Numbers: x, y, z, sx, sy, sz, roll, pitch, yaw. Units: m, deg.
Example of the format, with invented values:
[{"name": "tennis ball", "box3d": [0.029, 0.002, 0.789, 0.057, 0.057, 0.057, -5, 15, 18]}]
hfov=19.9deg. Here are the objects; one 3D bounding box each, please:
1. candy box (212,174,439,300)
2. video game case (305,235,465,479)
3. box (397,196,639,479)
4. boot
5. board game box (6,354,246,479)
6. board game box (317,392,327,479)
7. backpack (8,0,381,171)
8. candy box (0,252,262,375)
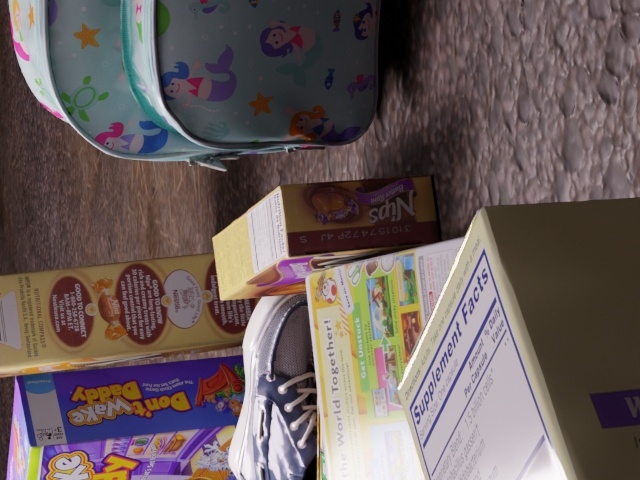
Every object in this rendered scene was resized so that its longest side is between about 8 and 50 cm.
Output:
[{"name": "candy box", "box3d": [0.000, 0.000, 1.275, 0.187, 0.109, 0.053, 151, 113, -70]}, {"name": "video game case", "box3d": [0.067, 0.118, 1.139, 0.206, 0.026, 0.227, -14, 80, 54]}, {"name": "box", "box3d": [0.167, 0.111, 0.608, 0.117, 0.213, 0.243, 110, 150, -51]}, {"name": "boot", "box3d": [-0.017, 0.130, 1.457, 0.086, 0.069, 0.190, 34, 126, 41]}, {"name": "board game box", "box3d": [-0.164, 0.248, 1.638, 0.347, 0.233, 0.078, 104, 155, -45]}, {"name": "board game box", "box3d": [0.039, 0.147, 1.289, 0.147, 0.045, 0.193, -143, 52, -67]}, {"name": "backpack", "box3d": [-0.081, -0.163, 1.252, 0.191, 0.253, 0.225, -136, 45, -64]}, {"name": "candy box", "box3d": [-0.222, 0.071, 1.638, 0.183, 0.316, 0.087, 159, 105, -72]}]
